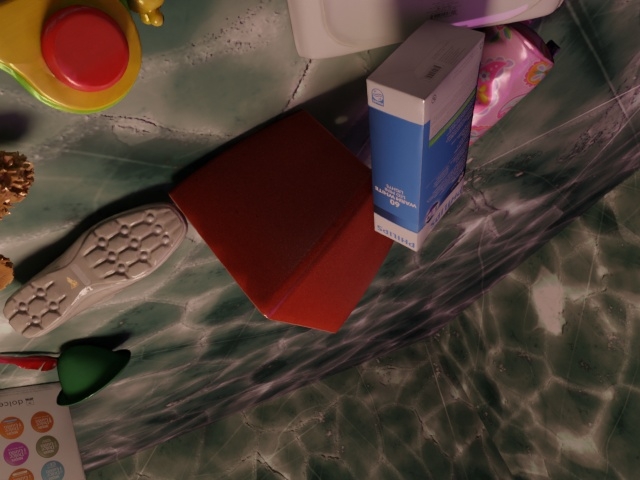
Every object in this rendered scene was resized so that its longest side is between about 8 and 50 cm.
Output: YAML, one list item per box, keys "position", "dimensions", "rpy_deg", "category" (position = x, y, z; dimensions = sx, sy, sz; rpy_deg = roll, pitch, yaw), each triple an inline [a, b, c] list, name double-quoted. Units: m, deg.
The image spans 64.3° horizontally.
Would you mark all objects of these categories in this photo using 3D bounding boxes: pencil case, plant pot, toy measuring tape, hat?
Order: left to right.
- position: [-0.267, -0.136, 0.436]
  dimensions: [0.330, 0.121, 0.121]
  rpy_deg: [-40, 161, -20]
  category: "toy measuring tape"
- position: [-0.538, 0.234, 1.094]
  dimensions: [0.172, 0.184, 0.208]
  rpy_deg: [-23, -161, 8]
  category: "hat"
- position: [-0.022, -0.040, 0.809]
  dimensions: [0.236, 0.267, 0.267]
  rpy_deg: [-46, 154, 6]
  category: "plant pot"
- position: [0.241, -0.234, 0.839]
  dimensions: [0.124, 0.124, 0.284]
  rpy_deg: [-2, 146, -44]
  category: "pencil case"

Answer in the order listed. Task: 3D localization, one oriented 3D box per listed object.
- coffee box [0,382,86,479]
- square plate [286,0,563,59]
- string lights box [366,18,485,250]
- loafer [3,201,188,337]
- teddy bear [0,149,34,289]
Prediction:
- position: [-0.770, 0.559, 1.125]
  dimensions: [0.338, 0.334, 0.337]
  rpy_deg: [-40, 153, 27]
  category: "coffee box"
- position: [0.124, -0.318, 0.504]
  dimensions: [0.347, 0.049, 0.344]
  rpy_deg: [-10, 157, 3]
  category: "square plate"
- position: [0.130, -0.120, 0.646]
  dimensions: [0.133, 0.076, 0.260]
  rpy_deg: [-48, 151, -26]
  category: "string lights box"
- position: [-0.349, 0.037, 0.809]
  dimensions: [0.319, 0.112, 0.111]
  rpy_deg: [-30, -168, 4]
  category: "loafer"
- position: [-0.439, -0.062, 0.513]
  dimensions: [0.245, 0.113, 0.338]
  rpy_deg: [-31, 150, -8]
  category: "teddy bear"
